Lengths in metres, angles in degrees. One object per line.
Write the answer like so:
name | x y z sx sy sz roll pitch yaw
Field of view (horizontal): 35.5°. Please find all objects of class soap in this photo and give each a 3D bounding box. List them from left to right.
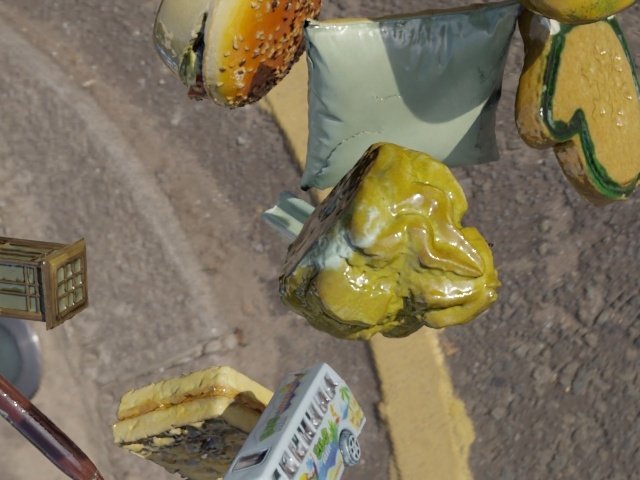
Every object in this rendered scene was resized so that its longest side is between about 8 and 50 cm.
soap | 0.000 0.000 1.514 0.063 0.114 0.198 -50 32 -5

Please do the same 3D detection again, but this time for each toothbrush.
toothbrush | -0.328 0.256 1.244 0.041 0.041 0.364 -38 103 25

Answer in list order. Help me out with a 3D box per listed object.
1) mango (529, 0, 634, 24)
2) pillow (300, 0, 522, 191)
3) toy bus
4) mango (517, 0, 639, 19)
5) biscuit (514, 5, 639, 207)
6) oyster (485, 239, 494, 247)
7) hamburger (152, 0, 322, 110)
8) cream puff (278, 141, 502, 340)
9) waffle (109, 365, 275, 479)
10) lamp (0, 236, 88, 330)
mango | 0.243 -0.232 0.918 0.079 0.114 0.057 -119 28 -46
pillow | 0.120 -0.201 1.411 0.310 0.119 0.312 -10 138 -8
toy bus | -0.035 0.301 1.364 0.109 0.329 0.136 -19 106 23
mango | 0.315 -0.386 1.079 0.225 0.201 0.382 68 156 19
biscuit | 0.365 -0.211 1.392 0.057 0.287 0.343 -10 101 46
oyster | 0.254 0.056 1.752 0.081 0.191 0.163 50 125 6
hamburger | -0.107 -0.333 1.464 0.176 0.300 0.300 33 110 11
cream puff | 0.049 0.011 0.651 0.116 0.146 0.146 34 112 -7
waffle | -0.154 0.353 1.785 0.261 0.376 0.114 -17 53 29
lamp | -0.438 0.034 1.184 0.326 0.089 0.090 5 107 17
